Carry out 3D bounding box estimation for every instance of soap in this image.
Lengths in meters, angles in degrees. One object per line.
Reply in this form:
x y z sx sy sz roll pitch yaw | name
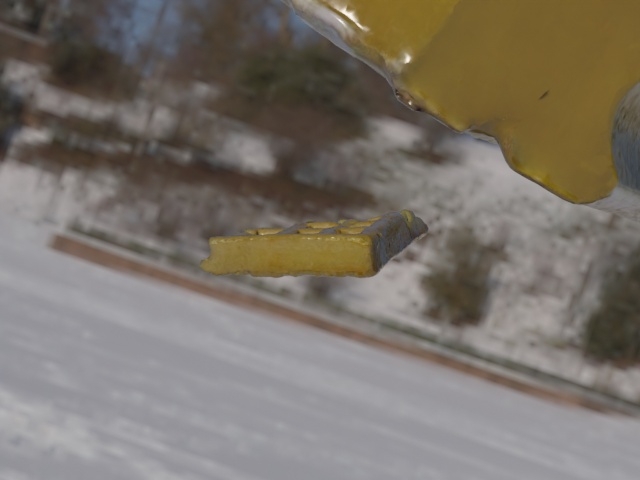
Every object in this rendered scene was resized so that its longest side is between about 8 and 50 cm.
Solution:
0.063 -0.071 0.639 0.140 0.073 0.232 35 8 16 | soap

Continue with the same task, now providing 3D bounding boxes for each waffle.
0.000 0.000 1.318 0.125 0.032 0.191 -2 6 11 | waffle
